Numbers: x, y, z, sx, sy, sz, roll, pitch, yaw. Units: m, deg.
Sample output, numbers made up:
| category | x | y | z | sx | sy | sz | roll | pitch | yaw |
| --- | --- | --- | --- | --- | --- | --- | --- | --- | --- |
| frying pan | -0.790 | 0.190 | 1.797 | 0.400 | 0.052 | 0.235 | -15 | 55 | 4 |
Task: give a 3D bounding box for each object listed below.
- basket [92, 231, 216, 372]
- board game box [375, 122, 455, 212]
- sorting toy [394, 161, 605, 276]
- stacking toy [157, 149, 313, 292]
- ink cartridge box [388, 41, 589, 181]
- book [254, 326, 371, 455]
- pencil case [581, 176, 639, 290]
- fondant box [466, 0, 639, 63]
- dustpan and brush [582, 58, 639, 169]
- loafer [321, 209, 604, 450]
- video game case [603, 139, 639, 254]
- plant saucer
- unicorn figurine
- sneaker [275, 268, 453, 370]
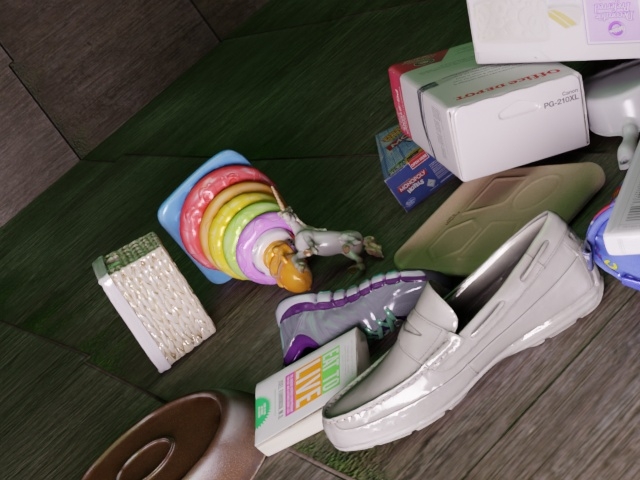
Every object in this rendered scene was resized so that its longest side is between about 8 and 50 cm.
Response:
| category | x | y | z | sx | sy | sz | roll | pitch | yaw |
| --- | --- | --- | --- | --- | --- | --- | --- | --- | --- |
| basket | -0.233 | 0.083 | 1.838 | 0.103 | 0.167 | 0.113 | -32 | 19 | -6 |
| board game box | 0.156 | -0.140 | 1.832 | 0.194 | 0.060 | 0.194 | -37 | 20 | -2 |
| sorting toy | 0.208 | -0.019 | 1.514 | 0.193 | 0.038 | 0.208 | -45 | 26 | -22 |
| stacking toy | -0.085 | 0.002 | 1.822 | 0.166 | 0.175 | 0.302 | -42 | 31 | -7 |
| ink cartridge box | 0.207 | -0.172 | 1.632 | 0.172 | 0.100 | 0.237 | -17 | 23 | -9 |
| book | -0.009 | 0.166 | 1.429 | 0.144 | 0.035 | 0.096 | -32 | 35 | 22 |
| pencil case | 0.353 | -0.070 | 1.259 | 0.306 | 0.119 | 0.133 | -56 | -15 | -41 |
| fondant box | 0.361 | -0.324 | 1.657 | 0.238 | 0.096 | 0.330 | 3 | 29 | 31 |
| dustpan and brush | 0.364 | -0.150 | 1.528 | 0.147 | 0.060 | 0.211 | -18 | 20 | 30 |
| loafer | 0.126 | 0.089 | 1.284 | 0.319 | 0.111 | 0.112 | -36 | 19 | 1 |
| video game case | 0.363 | -0.070 | 1.088 | 0.206 | 0.026 | 0.227 | -4 | 35 | 32 |
| plant saucer | -0.192 | 0.273 | 1.506 | 0.311 | 0.050 | 0.310 | -33 | 19 | 13 |
| unicorn figurine | 0.000 | 0.000 | 1.709 | 0.111 | 0.162 | 0.060 | -86 | 15 | -64 |
| sneaker | 0.053 | 0.100 | 1.483 | 0.224 | 0.083 | 0.098 | -16 | 62 | 28 |
